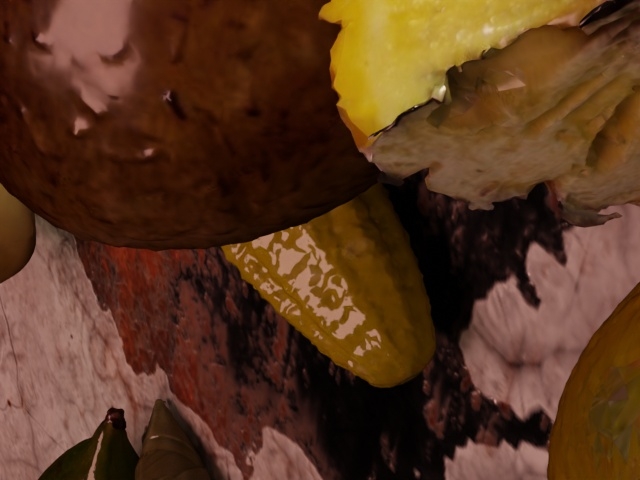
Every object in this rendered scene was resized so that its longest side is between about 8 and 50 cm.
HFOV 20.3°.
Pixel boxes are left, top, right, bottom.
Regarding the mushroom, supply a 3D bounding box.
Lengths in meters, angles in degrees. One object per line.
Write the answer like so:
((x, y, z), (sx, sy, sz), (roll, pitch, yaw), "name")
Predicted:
((-0.046, -0.138, 0.874), (0.334, 0.331, 0.356), (15, 150, 22), "mushroom")

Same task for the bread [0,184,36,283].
((-0.368, -0.146, 1.390), (0.424, 0.245, 0.329), (60, 147, 27), "bread")

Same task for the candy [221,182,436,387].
((0.000, 0.000, 1.027), (0.106, 0.094, 0.199), (-43, 68, 20), "candy")

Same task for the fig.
((-0.158, 0.218, 1.383), (0.126, 0.133, 0.185), (35, 123, -13), "fig")

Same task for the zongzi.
((-0.098, 0.240, 1.361), (0.178, 0.081, 0.189), (-103, 2, -46), "zongzi")

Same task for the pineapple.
((0.164, -0.185, 0.635), (0.344, 0.209, 0.286), (-27, 60, 32), "pineapple")

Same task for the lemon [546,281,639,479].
((0.192, 0.082, 0.661), (0.204, 0.204, 0.260), (63, 148, 14), "lemon")
